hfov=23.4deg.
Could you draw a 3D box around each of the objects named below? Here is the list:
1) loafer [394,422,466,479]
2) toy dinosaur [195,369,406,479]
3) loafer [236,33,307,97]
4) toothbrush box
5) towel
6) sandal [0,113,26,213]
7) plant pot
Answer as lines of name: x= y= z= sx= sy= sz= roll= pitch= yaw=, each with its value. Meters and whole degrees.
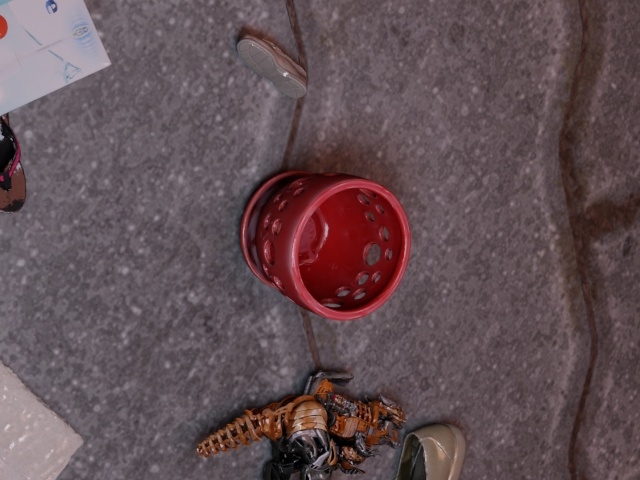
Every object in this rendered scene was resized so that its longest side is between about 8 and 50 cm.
loafer: x=0.138 y=0.397 z=2.287 sx=0.092 sy=0.102 sz=0.268 roll=17 pitch=81 yaw=-31
toy dinosaur: x=-0.025 y=0.291 z=2.164 sx=0.322 sy=0.164 sz=0.218 roll=1 pitch=84 yaw=-13
loafer: x=-0.064 y=-0.241 z=2.077 sx=0.125 sy=0.045 sz=0.039 roll=39 pitch=46 yaw=-33
toothbrush box: x=-0.428 y=-0.241 z=1.792 sx=0.295 sy=0.126 sz=0.216 roll=-28 pitch=105 yaw=-25
towel: x=-0.445 y=0.232 z=1.930 sx=0.187 sy=0.049 sz=0.282 roll=-48 pitch=118 yaw=-16
sandal: x=-0.400 y=-0.117 z=1.893 sx=0.067 sy=0.040 sz=0.179 roll=-16 pitch=107 yaw=-28
plant pot: x=0.000 y=0.000 z=2.077 sx=0.191 sy=0.174 sz=0.191 roll=-6 pitch=102 yaw=-30
